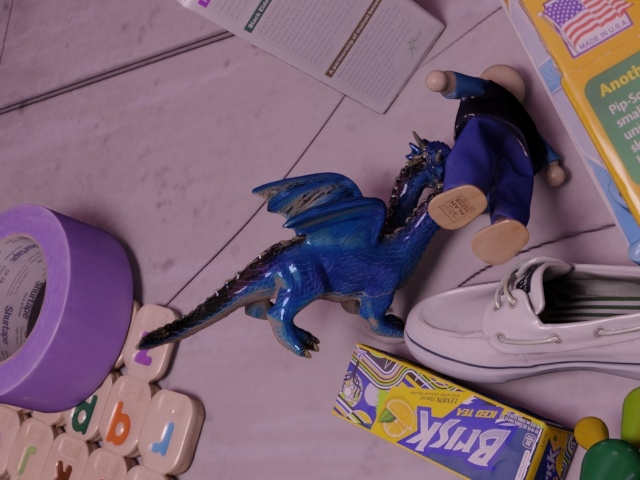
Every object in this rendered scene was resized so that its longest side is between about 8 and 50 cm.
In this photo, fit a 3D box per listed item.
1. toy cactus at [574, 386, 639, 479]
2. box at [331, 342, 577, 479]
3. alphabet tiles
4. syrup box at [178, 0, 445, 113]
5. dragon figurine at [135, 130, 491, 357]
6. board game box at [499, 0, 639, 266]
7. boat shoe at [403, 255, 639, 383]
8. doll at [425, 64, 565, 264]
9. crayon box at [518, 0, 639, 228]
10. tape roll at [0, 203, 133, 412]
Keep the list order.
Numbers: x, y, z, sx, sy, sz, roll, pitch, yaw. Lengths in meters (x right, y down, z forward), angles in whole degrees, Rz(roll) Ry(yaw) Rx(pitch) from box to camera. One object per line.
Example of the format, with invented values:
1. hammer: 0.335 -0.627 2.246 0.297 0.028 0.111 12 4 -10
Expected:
1. toy cactus: 0.161 0.179 0.629 0.112 0.180 0.219 -13 61 58
2. box: 0.091 0.128 0.776 0.168 0.054 0.059 19 88 41
3. alphabet tiles: -0.225 0.185 1.041 0.284 0.021 0.278 10 80 41
4. syrup box: -0.020 -0.193 0.853 0.096 0.236 0.093 -55 49 12
5. dragon figurine: 0.000 0.000 0.799 0.085 0.289 0.144 -136 45 -60
6. board game box: 0.298 -0.224 0.726 0.390 0.050 0.390 -36 55 26
7. boat shoe: 0.152 0.042 0.727 0.226 0.076 0.083 -3 43 31
8. doll: 0.119 -0.071 0.770 0.046 0.129 0.189 -41 17 37
9. crayon box: 0.272 -0.037 0.585 0.203 0.083 0.323 -29 75 15
10. tape roll: -0.273 0.066 1.059 0.189 0.080 0.189 -17 62 35
